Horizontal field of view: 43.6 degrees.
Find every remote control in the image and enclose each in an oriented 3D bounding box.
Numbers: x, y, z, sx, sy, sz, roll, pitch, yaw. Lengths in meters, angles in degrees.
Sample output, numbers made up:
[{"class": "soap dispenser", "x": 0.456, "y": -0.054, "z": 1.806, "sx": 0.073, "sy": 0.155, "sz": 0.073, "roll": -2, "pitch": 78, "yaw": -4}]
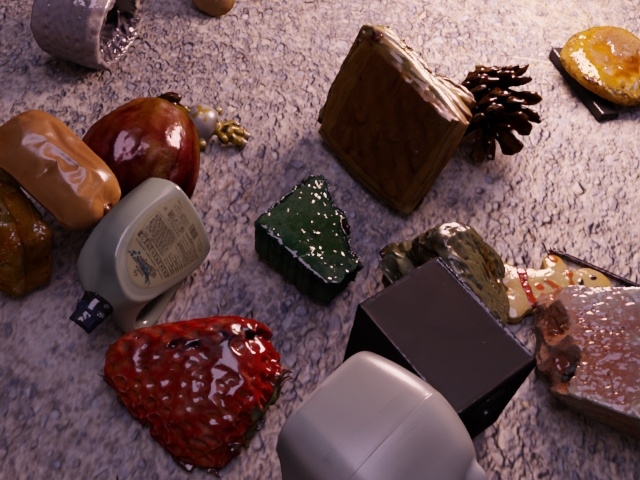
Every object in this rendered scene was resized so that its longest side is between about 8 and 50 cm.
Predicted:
[{"class": "remote control", "x": 0.635, "y": -0.380, "z": 1.933, "sx": 0.063, "sy": 0.025, "sz": 0.245, "roll": -10, "pitch": 55, "yaw": -22}]

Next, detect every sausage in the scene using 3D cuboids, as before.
[{"class": "sausage", "x": -0.444, "y": -0.116, "z": 1.348, "sx": 0.136, "sy": 0.120, "sz": 0.241, "roll": -43, "pitch": 84, "yaw": -14}]

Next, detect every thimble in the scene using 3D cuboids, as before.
[{"class": "thimble", "x": -0.499, "y": -0.494, "z": 1.745, "sx": 0.157, "sy": 0.217, "sz": 0.245, "roll": 22, "pitch": 37, "yaw": 4}]

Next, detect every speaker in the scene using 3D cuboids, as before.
[{"class": "speaker", "x": 0.177, "y": 0.206, "z": 1.268, "sx": 0.184, "sy": 0.254, "sz": 0.232, "roll": -28, "pitch": 61, "yaw": -25}]

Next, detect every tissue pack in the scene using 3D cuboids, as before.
[{"class": "tissue pack", "x": 0.077, "y": 0.334, "z": 1.101, "sx": 0.236, "sy": 0.333, "sz": 0.229, "roll": 38, "pitch": 58, "yaw": 24}]

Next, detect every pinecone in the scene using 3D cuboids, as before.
[{"class": "pinecone", "x": 0.364, "y": -0.271, "z": 1.702, "sx": 0.229, "sy": 0.202, "sz": 0.201, "roll": -22, "pitch": 57, "yaw": -5}]

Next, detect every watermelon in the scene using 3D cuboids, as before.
[{"class": "watermelon", "x": 0.519, "y": 0.207, "z": 1.365, "sx": 0.302, "sy": 0.151, "sz": 0.264, "roll": 14, "pitch": 59, "yaw": 1}]

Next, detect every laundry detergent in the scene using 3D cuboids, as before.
[{"class": "laundry detergent", "x": -0.310, "y": 0.052, "z": 1.347, "sx": 0.105, "sy": 0.214, "sz": 0.280, "roll": 11, "pitch": 52, "yaw": 28}]

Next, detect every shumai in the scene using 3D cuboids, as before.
[{"class": "shumai", "x": 0.210, "y": 0.078, "z": 1.424, "sx": 0.218, "sy": 0.256, "sz": 0.189, "roll": -9, "pitch": 64, "yaw": 27}]

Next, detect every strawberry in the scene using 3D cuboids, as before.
[{"class": "strawberry", "x": -0.188, "y": 0.199, "z": 1.289, "sx": 0.280, "sy": 0.150, "sz": 0.253, "roll": 39, "pitch": 57, "yaw": 19}]

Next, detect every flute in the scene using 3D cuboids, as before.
[{"class": "flute", "x": 0.579, "y": 0.071, "z": 1.581, "sx": 0.270, "sy": 0.014, "sz": 0.014, "roll": 25, "pitch": 53, "yaw": 11}]

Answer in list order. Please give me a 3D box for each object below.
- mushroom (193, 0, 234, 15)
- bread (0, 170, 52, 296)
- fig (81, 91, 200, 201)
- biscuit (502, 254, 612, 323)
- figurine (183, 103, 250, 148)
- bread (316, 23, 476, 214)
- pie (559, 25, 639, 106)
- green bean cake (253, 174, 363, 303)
[{"class": "mushroom", "x": -0.207, "y": -0.731, "z": 2.008, "sx": 0.137, "sy": 0.154, "sz": 0.407, "roll": 42, "pitch": 48, "yaw": -30}, {"class": "bread", "x": -0.606, "y": -0.076, "z": 1.419, "sx": 0.109, "sy": 0.185, "sz": 0.380, "roll": -26, "pitch": 60, "yaw": -33}, {"class": "fig", "x": -0.331, "y": -0.157, "z": 1.509, "sx": 0.224, "sy": 0.223, "sz": 0.263, "roll": 23, "pitch": 41, "yaw": 10}, {"class": "biscuit", "x": 0.449, "y": 0.092, "z": 1.538, "sx": 0.235, "sy": 0.030, "sz": 0.153, "roll": 0, "pitch": 54, "yaw": -7}, {"class": "figurine", "x": -0.222, "y": -0.233, "z": 1.674, "sx": 0.143, "sy": 0.068, "sz": 0.101, "roll": 45, "pitch": 65, "yaw": 4}, {"class": "bread", "x": 0.162, "y": -0.247, "z": 1.635, "sx": 0.167, "sy": 0.277, "sz": 0.324, "roll": -12, "pitch": 52, "yaw": -46}, {"class": "pie", "x": 0.710, "y": -0.419, "z": 1.929, "sx": 0.274, "sy": 0.069, "sz": 0.273, "roll": 6, "pitch": 57, "yaw": -9}, {"class": "green bean cake", "x": 0.000, "y": 0.000, "z": 1.496, "sx": 0.208, "sy": 0.107, "sz": 0.193, "roll": 38, "pitch": 54, "yaw": 19}]
